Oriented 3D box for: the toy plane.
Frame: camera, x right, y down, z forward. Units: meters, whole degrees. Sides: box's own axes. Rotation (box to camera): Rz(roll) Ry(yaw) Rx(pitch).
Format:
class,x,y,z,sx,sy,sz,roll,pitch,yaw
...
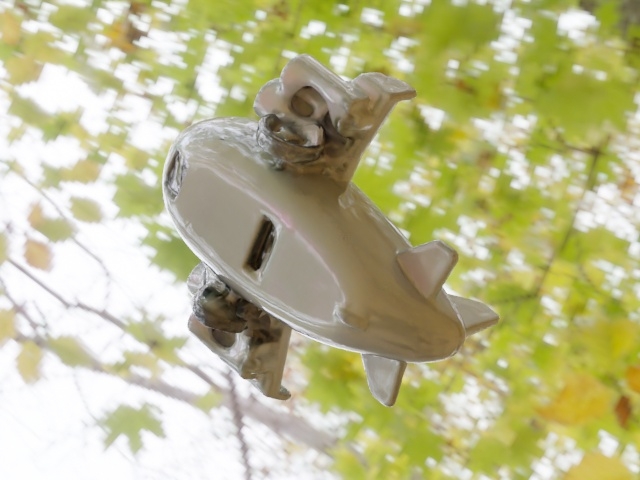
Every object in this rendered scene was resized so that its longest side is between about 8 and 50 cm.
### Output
class,x,y,z,sx,sy,sz,roll,pitch,yaw
toy plane,-0.004,0.001,1.368,0.122,0.267,0.267,-17,-68,-52
